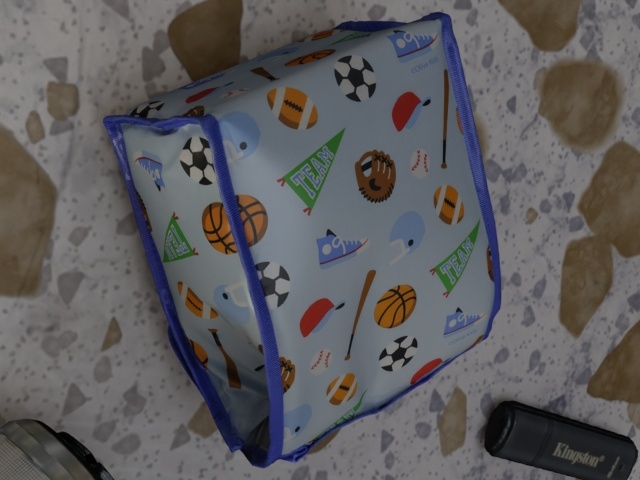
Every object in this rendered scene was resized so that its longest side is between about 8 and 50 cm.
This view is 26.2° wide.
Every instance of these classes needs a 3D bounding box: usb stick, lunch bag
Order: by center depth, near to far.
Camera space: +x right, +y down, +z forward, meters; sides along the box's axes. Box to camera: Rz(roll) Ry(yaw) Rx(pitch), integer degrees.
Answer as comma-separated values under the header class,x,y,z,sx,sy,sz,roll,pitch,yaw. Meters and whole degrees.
class,x,y,z,sx,sy,sz,roll,pitch,yaw
lunch bag,0.000,0.000,1.410,0.328,0.239,0.385,-28,110,-29
usb stick,0.323,0.274,1.831,0.278,0.045,0.077,20,89,-38

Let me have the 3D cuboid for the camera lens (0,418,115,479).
class,x,y,z,sx,sy,sz,roll,pitch,yaw
camera lens,-0.304,0.319,1.280,0.274,0.219,0.219,-40,122,-21
